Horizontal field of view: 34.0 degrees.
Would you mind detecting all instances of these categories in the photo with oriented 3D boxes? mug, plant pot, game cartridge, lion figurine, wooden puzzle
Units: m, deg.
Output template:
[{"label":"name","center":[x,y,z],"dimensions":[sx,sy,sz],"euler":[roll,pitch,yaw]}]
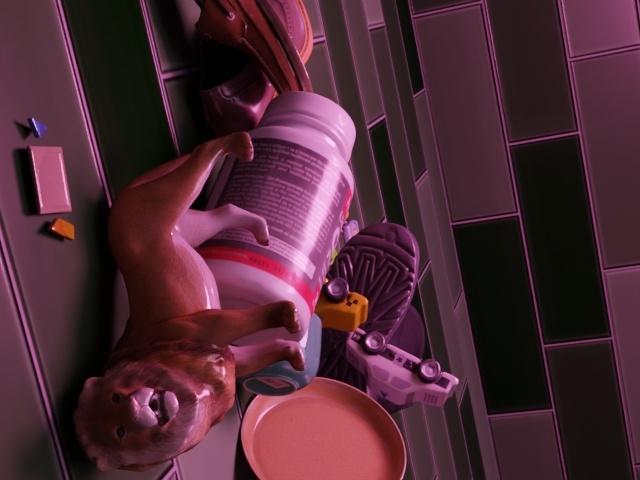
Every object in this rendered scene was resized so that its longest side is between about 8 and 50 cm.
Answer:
[{"label":"mug","center":[-0.078,0.152,1.416],"dimensions":[0.129,0.157,0.097],"euler":[102,-8,-62]},{"label":"plant pot","center":[0.002,0.291,1.462],"dimensions":[0.236,0.236,0.032],"euler":[-77,-176,-51]},{"label":"game cartridge","center":[0.065,-0.013,2.139],"dimensions":[0.083,0.017,0.056],"euler":[-28,105,-73]},{"label":"lion figurine","center":[-0.158,0.051,1.122],"dimensions":[0.142,0.240,0.392],"euler":[87,-11,-54]},{"label":"wooden puzzle","center":[-0.272,-0.059,1.044],"dimensions":[0.078,0.014,0.116],"euler":[15,67,-77]}]

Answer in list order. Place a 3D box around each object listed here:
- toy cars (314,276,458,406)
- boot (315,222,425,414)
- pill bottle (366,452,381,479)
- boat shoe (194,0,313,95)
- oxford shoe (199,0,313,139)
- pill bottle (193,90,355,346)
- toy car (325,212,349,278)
[{"label":"toy cars","center":[0.040,0.150,1.553],"dimensions":[0.393,0.176,0.087],"euler":[41,67,-26]},{"label":"boot","center":[0.125,0.153,1.898],"dimensions":[0.367,0.146,0.445],"euler":[-70,160,4]},{"label":"pill bottle","center":[0.064,0.464,1.589],"dimensions":[0.188,0.187,0.334],"euler":[-73,149,-56]},{"label":"boat shoe","center":[-0.124,-0.305,1.409],"dimensions":[0.307,0.104,0.111],"euler":[58,-7,-9]},{"label":"oxford shoe","center":[-0.099,-0.292,1.549],"dimensions":[0.364,0.130,0.133],"euler":[-83,151,-42]},{"label":"pill bottle","center":[-0.058,-0.034,1.348],"dimensions":[0.176,0.176,0.319],"euler":[62,39,-48]},{"label":"toy car","center":[0.000,0.000,1.851],"dimensions":[0.239,0.053,0.225],"euler":[33,50,-67]}]
